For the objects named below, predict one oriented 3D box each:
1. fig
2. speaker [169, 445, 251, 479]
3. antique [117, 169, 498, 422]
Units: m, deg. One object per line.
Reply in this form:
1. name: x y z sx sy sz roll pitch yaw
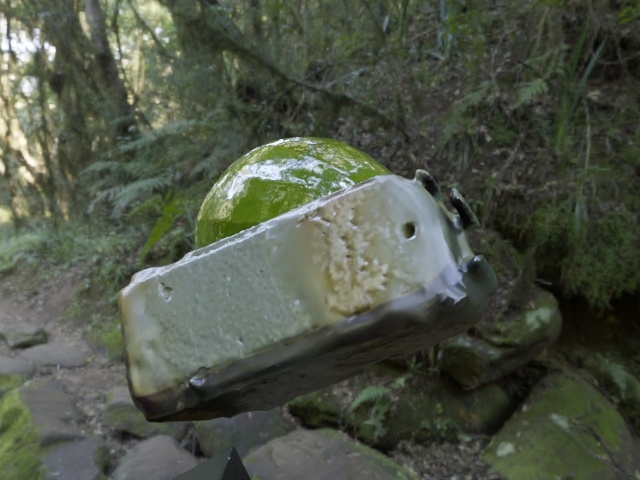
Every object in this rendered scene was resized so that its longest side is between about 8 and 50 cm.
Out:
1. fig: 0.000 0.000 0.808 0.316 0.316 0.316 5 5 0
2. speaker: -0.158 0.371 0.618 0.232 0.184 0.254 -27 -3 -5
3. antique: -0.005 0.047 0.487 0.284 0.125 0.150 -24 -24 18
